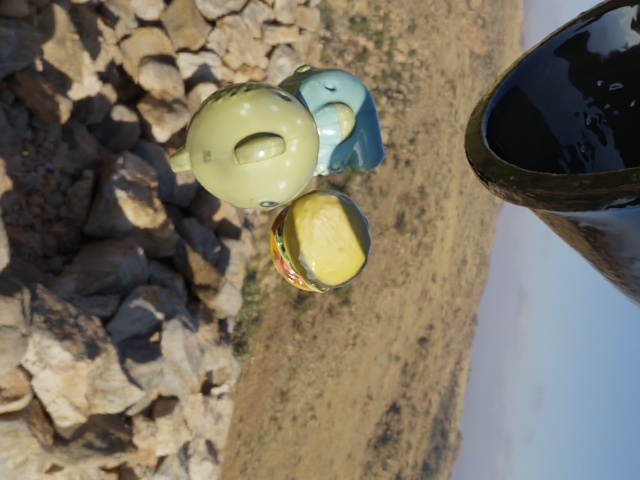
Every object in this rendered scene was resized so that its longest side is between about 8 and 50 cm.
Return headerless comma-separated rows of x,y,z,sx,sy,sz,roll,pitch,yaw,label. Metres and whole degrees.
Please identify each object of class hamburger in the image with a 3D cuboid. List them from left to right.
0.000,0.000,1.094,0.115,0.161,0.162,-19,-124,59,hamburger

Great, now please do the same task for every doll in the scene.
-0.051,-0.132,0.906,0.260,0.177,0.162,-29,112,-45,doll

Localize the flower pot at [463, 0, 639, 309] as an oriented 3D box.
0.351,-0.074,0.690,0.251,0.379,0.379,55,36,-28,flower pot
